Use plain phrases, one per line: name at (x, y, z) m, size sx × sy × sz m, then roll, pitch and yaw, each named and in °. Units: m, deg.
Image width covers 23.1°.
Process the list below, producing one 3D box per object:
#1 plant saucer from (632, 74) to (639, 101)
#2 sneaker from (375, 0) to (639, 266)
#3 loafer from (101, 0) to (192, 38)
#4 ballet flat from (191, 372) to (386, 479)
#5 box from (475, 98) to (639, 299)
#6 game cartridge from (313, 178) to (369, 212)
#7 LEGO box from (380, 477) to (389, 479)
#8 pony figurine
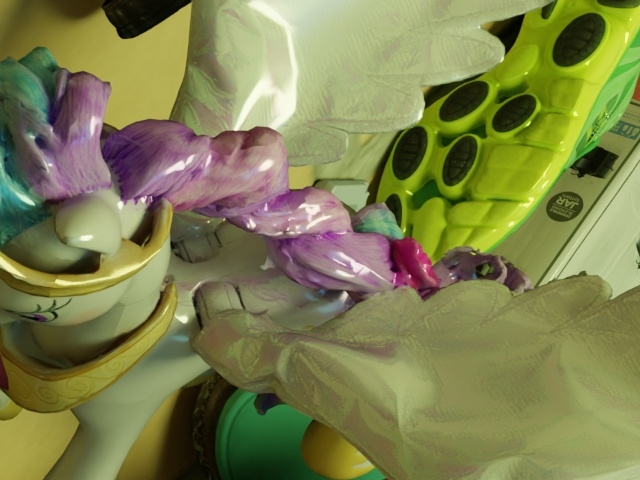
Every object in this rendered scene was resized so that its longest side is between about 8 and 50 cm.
plant saucer at (0.361, -0.198, 1.376) m, size 0.258 × 0.048 × 0.259 m, roll -36°, pitch 145°, yaw -39°
sneaker at (0.149, -0.077, 1.060) m, size 0.295 × 0.109 × 0.123 m, roll -50°, pitch 147°, yaw -21°
loafer at (-0.049, -0.166, 0.713) m, size 0.061 × 0.062 × 0.170 m, roll 43°, pitch 75°, yaw -22°
ballet flat at (0.083, 0.204, 1.091) m, size 0.164 × 0.182 × 0.483 m, roll -41°, pitch 115°, yaw 12°
box at (0.178, 0.042, 1.217) m, size 0.290 × 0.087 × 0.169 m, roll -54°, pitch 141°, yaw -14°
game cartridge at (0.000, 0.000, 0.983) m, size 0.056 × 0.017 × 0.083 m, roll -7°, pitch 121°, yaw -62°
LEGO box at (-0.053, 0.391, 0.898) m, size 0.372 × 0.193 × 0.500 m, roll -15°, pitch 140°, yaw -34°
pony figurine at (-0.019, 0.019, 0.669) m, size 0.351 × 0.302 × 0.363 m, roll -17°, pitch 158°, yaw -17°
